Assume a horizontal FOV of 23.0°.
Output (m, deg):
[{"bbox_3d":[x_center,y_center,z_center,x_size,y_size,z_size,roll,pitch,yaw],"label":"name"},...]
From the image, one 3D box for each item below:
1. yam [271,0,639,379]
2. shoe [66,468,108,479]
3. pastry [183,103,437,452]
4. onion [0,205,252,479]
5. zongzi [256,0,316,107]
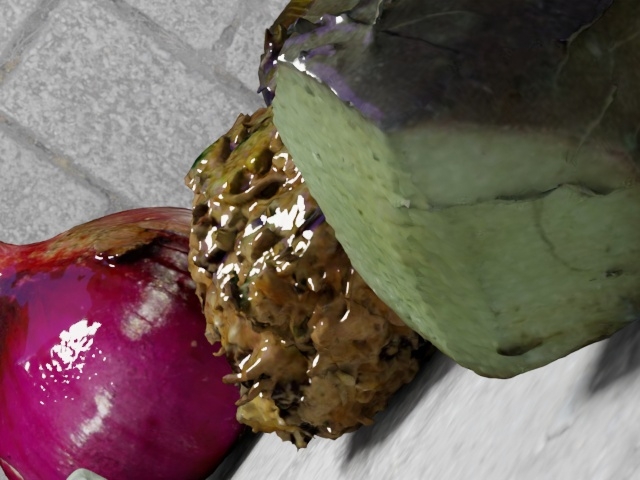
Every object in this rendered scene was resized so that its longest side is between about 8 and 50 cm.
[{"bbox_3d":[0.100,-0.096,0.653,0.201,0.202,0.271,14,59,47],"label":"yam"},{"bbox_3d":[-0.181,0.293,1.291,0.160,0.132,0.363,-62,8,-5],"label":"shoe"},{"bbox_3d":[0.000,0.000,1.022,0.275,0.193,0.275,-53,5,7],"label":"pastry"},{"bbox_3d":[-0.237,0.100,1.602,0.347,0.385,0.348,-59,3,5],"label":"onion"},{"bbox_3d":[0.122,-0.215,1.524,0.403,0.208,0.432,-50,-8,0],"label":"zongzi"}]
